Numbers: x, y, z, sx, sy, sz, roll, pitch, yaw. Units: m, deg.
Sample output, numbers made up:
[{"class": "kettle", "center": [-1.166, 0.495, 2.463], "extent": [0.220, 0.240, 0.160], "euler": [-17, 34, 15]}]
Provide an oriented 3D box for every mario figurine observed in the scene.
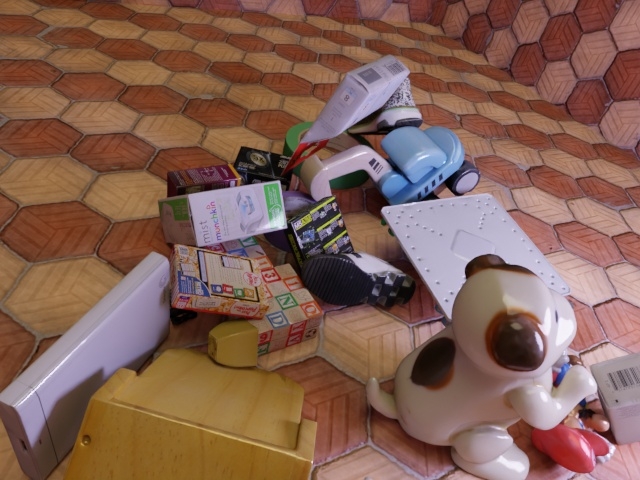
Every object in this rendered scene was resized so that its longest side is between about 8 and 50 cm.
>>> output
[{"class": "mario figurine", "center": [0.561, 0.349, 1.082], "extent": [0.198, 0.170, 0.320], "euler": [21, 38, 3]}]

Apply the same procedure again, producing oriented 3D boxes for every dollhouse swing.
[{"class": "dollhouse swing", "center": [-0.206, 0.381, 0.874], "extent": [0.347, 0.305, 0.314], "euler": [16, 81, -1]}]

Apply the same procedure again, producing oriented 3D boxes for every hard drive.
[{"class": "hard drive", "center": [-0.386, 0.209, 0.877], "extent": [0.047, 0.232, 0.353], "euler": [22, 40, 9]}]

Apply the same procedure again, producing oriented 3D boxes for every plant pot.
[{"class": "plant pot", "center": [-0.183, 0.212, 1.018], "extent": [0.083, 0.081, 0.081], "euler": [-3, 13, -35]}]

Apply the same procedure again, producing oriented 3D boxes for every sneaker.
[{"class": "sneaker", "center": [0.074, 0.085, 1.258], "extent": [0.331, 0.122, 0.146], "euler": [15, 19, -35]}, {"class": "sneaker", "center": [0.213, -0.452, 1.681], "extent": [0.158, 0.181, 0.410], "euler": [-2, 7, -22]}]

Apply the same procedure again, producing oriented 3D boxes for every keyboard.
[{"class": "keyboard", "center": [-0.327, 0.146, 1.137], "extent": [0.180, 0.023, 0.108], "euler": [-18, 50, -33]}]

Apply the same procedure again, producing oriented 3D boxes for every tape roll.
[{"class": "tape roll", "center": [0.030, -0.304, 1.741], "extent": [0.322, 0.077, 0.321], "euler": [9, 41, -8]}, {"class": "tape roll", "center": [-0.067, -0.054, 1.413], "extent": [0.189, 0.080, 0.188], "euler": [9, 41, -8]}]

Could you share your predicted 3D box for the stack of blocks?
[{"class": "stack of blocks", "center": [-0.145, 0.116, 1.180], "extent": [0.171, 0.087, 0.297], "euler": [-13, 47, -31]}]

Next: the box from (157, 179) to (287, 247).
[{"class": "box", "center": [-0.249, -0.064, 1.234], "extent": [0.231, 0.126, 0.262], "euler": [-13, 9, -30]}]

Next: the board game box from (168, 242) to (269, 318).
[{"class": "board game box", "center": [-0.214, 0.086, 1.047], "extent": [0.194, 0.045, 0.146], "euler": [13, 36, -29]}]

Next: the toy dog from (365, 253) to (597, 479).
[{"class": "toy dog", "center": [0.313, 0.216, 0.964], "extent": [0.396, 0.407, 0.284], "euler": [15, 39, -2]}]

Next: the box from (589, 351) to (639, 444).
[{"class": "box", "center": [0.646, 0.335, 1.036], "extent": [0.113, 0.275, 0.094], "euler": [-21, 48, 19]}]

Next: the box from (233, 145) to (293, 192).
[{"class": "box", "center": [-0.179, -0.212, 1.562], "extent": [0.180, 0.077, 0.147], "euler": [12, 39, -4]}]

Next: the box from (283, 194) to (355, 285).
[{"class": "box", "center": [0.000, 0.000, 1.304], "extent": [0.045, 0.184, 0.191], "euler": [-8, 20, 43]}]

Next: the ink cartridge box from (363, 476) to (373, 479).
[{"class": "ink cartridge box", "center": [0.019, 0.507, 0.690], "extent": [0.114, 0.196, 0.273], "euler": [32, 42, 19]}]

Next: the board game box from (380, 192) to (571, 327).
[{"class": "board game box", "center": [0.405, 0.037, 1.348], "extent": [0.390, 0.050, 0.389], "euler": [-9, 50, -22]}]

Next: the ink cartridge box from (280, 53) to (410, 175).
[{"class": "ink cartridge box", "center": [0.070, -0.344, 1.459], "extent": [0.091, 0.385, 0.308], "euler": [42, 40, 3]}]

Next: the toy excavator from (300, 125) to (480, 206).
[{"class": "toy excavator", "center": [0.207, -0.223, 1.512], "extent": [0.445, 0.433, 0.222], "euler": [37, 17, -48]}]

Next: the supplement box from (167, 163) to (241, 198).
[{"class": "supplement box", "center": [-0.331, -0.144, 1.411], "extent": [0.188, 0.104, 0.080], "euler": [-13, 47, -30]}]
